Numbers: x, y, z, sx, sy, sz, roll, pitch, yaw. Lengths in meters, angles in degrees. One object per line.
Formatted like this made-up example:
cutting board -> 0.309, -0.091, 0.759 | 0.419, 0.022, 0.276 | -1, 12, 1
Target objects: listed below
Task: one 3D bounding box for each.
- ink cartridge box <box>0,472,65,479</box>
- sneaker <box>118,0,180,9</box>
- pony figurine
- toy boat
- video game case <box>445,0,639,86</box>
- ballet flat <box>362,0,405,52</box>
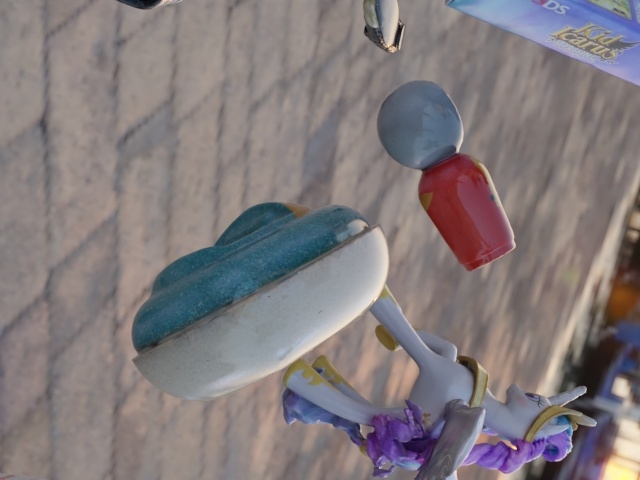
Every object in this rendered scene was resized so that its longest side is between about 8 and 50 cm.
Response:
ink cartridge box -> -0.128, 0.156, 0.788 | 0.088, 0.122, 0.052 | 64, 30, -84
sneaker -> -0.273, -0.459, 1.679 | 0.447, 0.169, 0.257 | 56, 18, -11
pony figurine -> 0.136, 0.243, 1.944 | 0.351, 0.363, 0.303 | -50, 162, -31
toy boat -> 0.000, 0.000, 1.192 | 0.148, 0.318, 0.267 | 62, 30, 0
video game case -> 0.202, -0.254, 1.174 | 0.061, 0.269, 0.244 | -34, -129, 44
ballet flat -> 0.061, -0.238, 1.635 | 0.173, 0.049, 0.057 | 36, 67, -80
